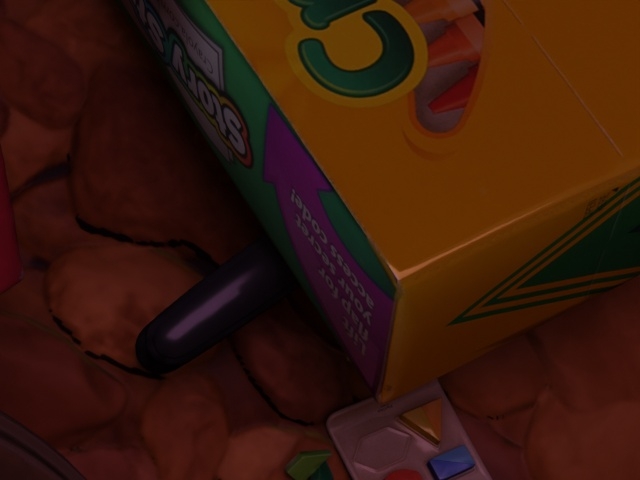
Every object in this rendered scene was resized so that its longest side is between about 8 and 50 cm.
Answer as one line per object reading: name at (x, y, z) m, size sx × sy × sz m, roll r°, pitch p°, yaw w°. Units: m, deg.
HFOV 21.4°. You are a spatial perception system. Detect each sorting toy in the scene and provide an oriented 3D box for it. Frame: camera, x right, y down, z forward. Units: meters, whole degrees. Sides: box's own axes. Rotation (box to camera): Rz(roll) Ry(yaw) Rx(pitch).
sorting toy at (0.028, 0.097, 0.721) m, size 0.083 × 0.012 × 0.062 m, roll -21°, pitch 75°, yaw -23°

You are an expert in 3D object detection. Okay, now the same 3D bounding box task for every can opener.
can opener at (0.000, 0.000, 0.729) m, size 0.186 × 0.059 × 0.073 m, roll -31°, pitch 79°, yaw -25°

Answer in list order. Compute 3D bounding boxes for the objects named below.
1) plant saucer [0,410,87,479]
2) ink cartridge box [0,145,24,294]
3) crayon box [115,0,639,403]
plant saucer at (-0.153, 0.174, 0.567) m, size 0.278 × 0.041 × 0.278 m, roll 14°, pitch 66°, yaw -35°
ink cartridge box at (-0.245, -0.019, 0.471) m, size 0.131 × 0.226 × 0.306 m, roll 23°, pitch 44°, yaw 29°
crayon box at (0.067, -0.156, 0.738) m, size 0.313 × 0.106 × 0.363 m, roll -24°, pitch 62°, yaw -20°
